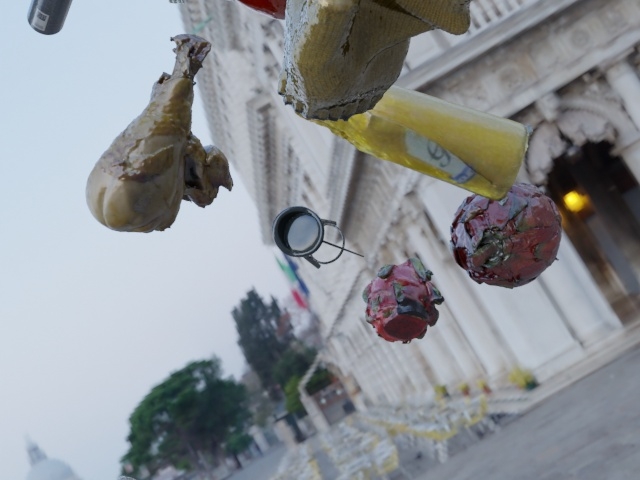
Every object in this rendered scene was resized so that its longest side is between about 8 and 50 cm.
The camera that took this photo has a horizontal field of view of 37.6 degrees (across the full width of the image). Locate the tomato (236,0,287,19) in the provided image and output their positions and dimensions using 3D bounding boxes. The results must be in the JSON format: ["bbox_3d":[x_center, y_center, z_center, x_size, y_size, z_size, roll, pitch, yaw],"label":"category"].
[{"bbox_3d":[-0.080,-0.479,1.628,0.187,0.187,0.151,-31,-6,7],"label":"tomato"}]

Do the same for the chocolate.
[{"bbox_3d":[0.163,-0.201,1.761,0.445,0.162,0.162,17,-19,-7],"label":"chocolate"}]

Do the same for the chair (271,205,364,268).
[{"bbox_3d":[-0.001,0.000,1.808,0.221,0.095,0.104,22,-96,-61],"label":"chair"}]

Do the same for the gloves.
[{"bbox_3d":[0.048,-0.257,1.018,0.203,0.155,0.356,-15,-13,-25],"label":"gloves"}]

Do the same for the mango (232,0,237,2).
[{"bbox_3d":[-0.166,-0.557,1.969,0.138,0.253,0.113,-25,-50,-57],"label":"mango"}]

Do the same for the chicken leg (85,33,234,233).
[{"bbox_3d":[-0.281,-0.196,1.849,0.295,0.410,0.182,16,8,-32],"label":"chicken leg"}]

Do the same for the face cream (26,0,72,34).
[{"bbox_3d":[-0.486,-0.488,1.747,0.073,0.073,0.283,-24,-9,-34],"label":"face cream"}]

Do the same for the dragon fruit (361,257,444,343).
[{"bbox_3d":[0.172,0.113,1.896,0.166,0.172,0.160,-12,-46,16],"label":"dragon fruit"}]

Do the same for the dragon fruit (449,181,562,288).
[{"bbox_3d":[0.402,-0.007,2.052,0.244,0.244,0.299,-37,1,37],"label":"dragon fruit"}]

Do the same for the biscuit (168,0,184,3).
[{"bbox_3d":[-0.330,-0.677,2.137,0.052,0.252,0.150,3,4,-4],"label":"biscuit"}]

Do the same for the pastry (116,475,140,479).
[{"bbox_3d":[-0.426,0.659,2.133,0.132,0.240,0.235,4,-34,-8],"label":"pastry"}]
